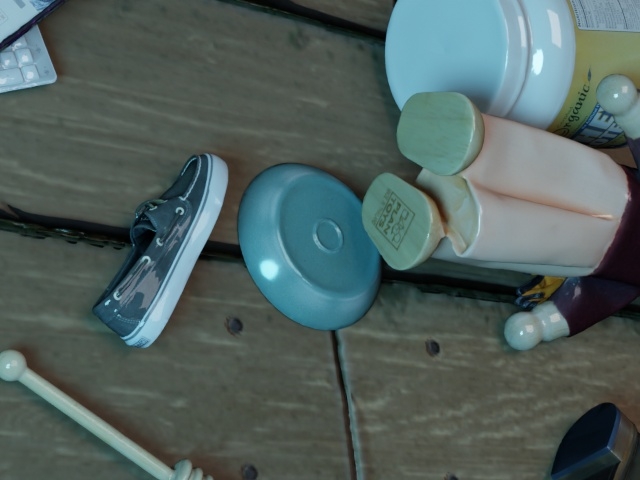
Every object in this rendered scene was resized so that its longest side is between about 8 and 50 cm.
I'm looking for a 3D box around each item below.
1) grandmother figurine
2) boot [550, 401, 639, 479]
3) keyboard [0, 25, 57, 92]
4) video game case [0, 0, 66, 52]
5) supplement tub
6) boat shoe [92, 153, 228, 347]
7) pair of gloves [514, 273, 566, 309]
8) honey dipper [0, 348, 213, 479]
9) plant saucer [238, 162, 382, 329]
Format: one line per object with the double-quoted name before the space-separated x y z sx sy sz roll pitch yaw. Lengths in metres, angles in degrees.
"grandmother figurine" 0.191 -0.010 1.131 0.342 0.208 0.104 8 33 -36
"boot" 0.198 0.219 1.091 0.106 0.082 0.219 42 47 -13
"keyboard" -0.235 -0.206 0.979 0.072 0.014 0.256 -15 80 -42
"video game case" -0.235 -0.224 0.953 0.232 0.042 0.210 49 53 -8
"supplement tub" 0.161 -0.137 1.183 0.199 0.144 0.144 -5 73 -40
"boat shoe" -0.096 -0.002 0.976 0.040 0.049 0.142 35 54 -22
"pair of gloves" 0.158 0.012 1.203 0.074 0.010 0.083 -20 82 -40
"honey dipper" -0.119 0.113 0.917 0.160 0.030 0.030 37 51 -17
"plant saucer" 0.000 0.000 1.071 0.119 0.021 0.119 17 61 -33
